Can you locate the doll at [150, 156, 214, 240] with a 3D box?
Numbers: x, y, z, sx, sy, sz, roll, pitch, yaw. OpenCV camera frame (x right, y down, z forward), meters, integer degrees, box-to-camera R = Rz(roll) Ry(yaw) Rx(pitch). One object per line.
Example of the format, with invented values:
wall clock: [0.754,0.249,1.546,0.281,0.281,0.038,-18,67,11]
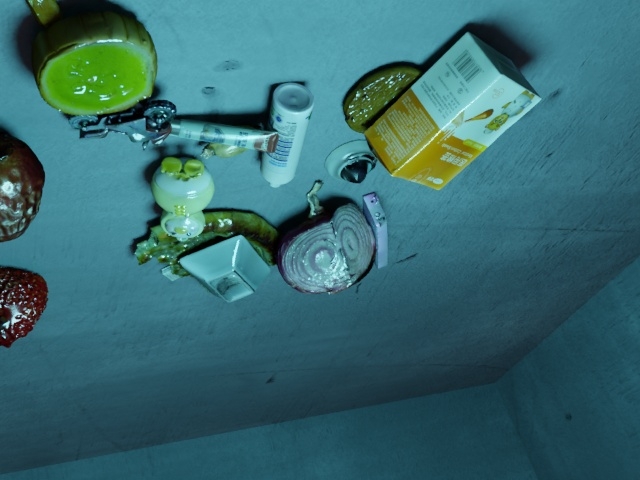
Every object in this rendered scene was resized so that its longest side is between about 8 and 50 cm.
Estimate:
doll: [-0.316,-0.085,1.837,0.141,0.117,0.296,0,139,-9]

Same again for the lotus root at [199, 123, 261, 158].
lotus root: [-0.199,-0.218,1.768,0.152,0.063,0.072,-23,161,-2]

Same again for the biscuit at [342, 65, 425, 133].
biscuit: [0.151,-0.322,1.828,0.212,0.036,0.212,-17,150,-10]

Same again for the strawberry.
strawberry: [-0.755,0.149,1.951,0.201,0.187,0.184,-32,143,-41]

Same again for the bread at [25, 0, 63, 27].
bread: [-0.464,-0.393,1.332,0.047,0.036,0.083,-17,154,-3]

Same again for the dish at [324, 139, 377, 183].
dish: [0.089,-0.177,1.995,0.141,0.078,0.141,-15,150,-9]

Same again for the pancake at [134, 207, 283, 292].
pancake: [-0.279,0.027,2.108,0.305,0.066,0.427,-37,148,16]

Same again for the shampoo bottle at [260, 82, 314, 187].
shampoo bottle: [-0.083,-0.219,1.804,0.092,0.092,0.303,-10,149,-17]

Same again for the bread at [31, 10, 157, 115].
bread: [-0.402,-0.313,1.439,0.236,0.070,0.236,-18,159,-7]

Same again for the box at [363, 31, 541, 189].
box: [0.298,-0.282,1.827,0.341,0.143,0.225,-42,151,26]

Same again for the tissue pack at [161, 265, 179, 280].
tissue pack: [-0.376,0.074,2.193,0.108,0.023,0.056,-27,150,10]

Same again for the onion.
onion: [0.006,0.029,2.154,0.231,0.272,0.256,-23,159,29]

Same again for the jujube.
jujube: [-0.631,-0.101,1.574,0.184,0.183,0.243,-8,150,-20]

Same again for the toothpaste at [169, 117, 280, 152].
toothpaste: [-0.208,-0.227,1.707,0.239,0.039,0.062,7,137,-13]

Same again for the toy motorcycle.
toy motorcycle: [-0.391,-0.238,1.605,0.213,0.082,0.122,-6,151,-1]

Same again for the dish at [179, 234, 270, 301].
dish: [-0.242,0.094,2.122,0.182,0.080,0.243,-22,150,7]

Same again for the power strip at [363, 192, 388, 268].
power strip: [0.156,-0.024,2.265,0.038,0.109,0.279,-20,151,-7]
